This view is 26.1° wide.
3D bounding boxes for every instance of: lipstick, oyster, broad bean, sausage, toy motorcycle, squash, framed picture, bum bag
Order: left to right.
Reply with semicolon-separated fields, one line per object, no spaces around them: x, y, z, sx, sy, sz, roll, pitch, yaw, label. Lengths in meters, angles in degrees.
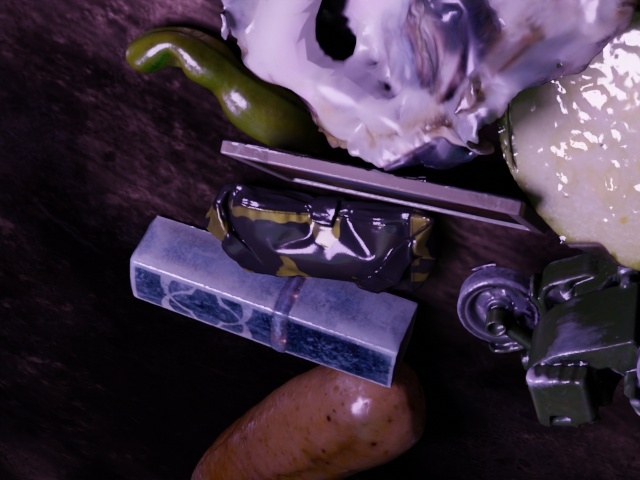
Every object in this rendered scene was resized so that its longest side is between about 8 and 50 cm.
-0.067;-0.125;1.186;0.213;0.048;0.070;27;141;-4;broad bean
-0.051;0.059;1.384;0.289;0.076;0.077;19;146;11;lipstick
-0.044;0.244;1.575;0.136;0.123;0.501;8;152;-28;sausage
0.000;0.000;1.293;0.232;0.060;0.107;9;132;17;bum bag
0.060;-0.044;1.154;0.250;0.016;0.184;12;179;15;framed picture
0.056;-0.163;0.998;0.238;0.115;0.351;42;150;-5;oyster
0.243;0.084;1.130;0.275;0.205;0.127;-17;122;27;toy motorcycle
0.248;-0.096;1.021;0.220;0.133;0.220;22;134;24;squash
